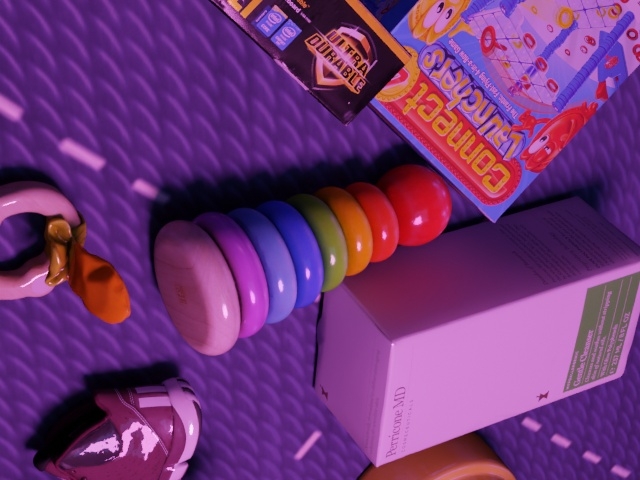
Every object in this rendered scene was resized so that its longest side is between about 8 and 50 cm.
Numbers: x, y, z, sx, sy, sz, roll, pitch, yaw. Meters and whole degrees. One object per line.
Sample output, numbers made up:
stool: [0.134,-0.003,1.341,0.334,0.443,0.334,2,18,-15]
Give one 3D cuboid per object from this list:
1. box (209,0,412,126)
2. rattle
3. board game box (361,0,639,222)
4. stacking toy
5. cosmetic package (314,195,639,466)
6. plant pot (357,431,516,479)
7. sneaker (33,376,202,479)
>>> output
box: [-0.099,-0.245,0.965,0.079,0.322,0.257,-46,134,4]
rattle: [-0.289,0.018,1.156,0.130,0.143,0.199,-39,144,21]
board game box: [0.188,-0.216,1.347,0.302,0.086,0.308,-48,135,4]
stacking toy: [0.000,0.000,1.348,0.330,0.141,0.141,-21,131,-26]
cosmetic package: [0.188,0.099,1.526,0.365,0.155,0.197,-17,132,-25]
plant pot: [0.185,0.412,1.688,0.254,0.239,0.254,-18,129,-24]
sneaker: [-0.239,0.271,1.407,0.162,0.106,0.281,5,110,-28]
